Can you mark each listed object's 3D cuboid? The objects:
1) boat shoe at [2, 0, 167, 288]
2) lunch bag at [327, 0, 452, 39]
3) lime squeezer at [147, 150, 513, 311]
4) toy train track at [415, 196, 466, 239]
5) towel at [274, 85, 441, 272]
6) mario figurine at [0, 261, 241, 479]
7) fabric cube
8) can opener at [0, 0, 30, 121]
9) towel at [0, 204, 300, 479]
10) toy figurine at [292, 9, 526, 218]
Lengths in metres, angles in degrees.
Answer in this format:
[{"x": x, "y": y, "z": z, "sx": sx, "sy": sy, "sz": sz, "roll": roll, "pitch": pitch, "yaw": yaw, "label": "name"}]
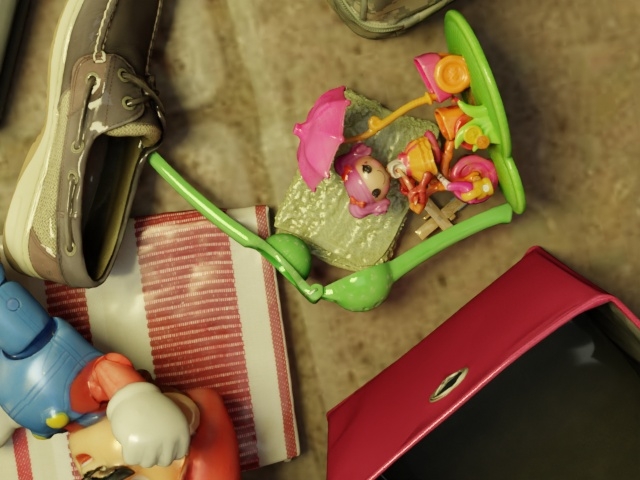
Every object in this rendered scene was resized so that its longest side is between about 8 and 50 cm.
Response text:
[{"x": -0.169, "y": -0.097, "z": 0.842, "sx": 0.092, "sy": 0.103, "sz": 0.285, "roll": 18, "pitch": 90, "yaw": 24, "label": "boat shoe"}, {"x": 0.111, "y": -0.302, "z": 0.756, "sx": 0.305, "sy": 0.256, "sz": 0.212, "roll": -28, "pitch": 96, "yaw": 3, "label": "lunch bag"}, {"x": 0.000, "y": 0.000, "z": 0.867, "sx": 0.311, "sy": 0.059, "sz": 0.109, "roll": 8, "pitch": 97, "yaw": 2, "label": "lime squeezer"}, {"x": 0.117, "y": -0.030, "z": 0.911, "sx": 0.083, "sy": 0.014, "sz": 0.048, "roll": -40, "pitch": 88, "yaw": -1, "label": "toy train track"}, {"x": 0.031, "y": -0.049, "z": 0.902, "sx": 0.110, "sy": 0.027, "sz": 0.148, "roll": 23, "pitch": 97, "yaw": -1, "label": "towel"}, {"x": -0.205, "y": 0.138, "z": 0.807, "sx": 0.320, "sy": 0.198, "sz": 0.170, "roll": 39, "pitch": 91, "yaw": -6, "label": "mario figurine"}, {"x": 0.174, "y": 0.186, "z": 0.814, "sx": 0.254, "sy": 0.258, "sz": 0.259, "roll": -40, "pitch": 95, "yaw": 6, "label": "fabric cube"}, {"x": -0.246, "y": -0.219, "z": 0.860, "sx": 0.093, "sy": 0.074, "sz": 0.280, "roll": 21, "pitch": 97, "yaw": -3, "label": "can opener"}, {"x": -0.194, "y": 0.102, "z": 0.920, "sx": 0.329, "sy": 0.037, "sz": 0.237, "roll": -7, "pitch": 95, "yaw": 0, "label": "towel"}, {"x": 0.062, "y": -0.074, "z": 0.834, "sx": 0.159, "sy": 0.130, "sz": 0.173, "roll": -21, "pitch": 103, "yaw": 1, "label": "toy figurine"}]
